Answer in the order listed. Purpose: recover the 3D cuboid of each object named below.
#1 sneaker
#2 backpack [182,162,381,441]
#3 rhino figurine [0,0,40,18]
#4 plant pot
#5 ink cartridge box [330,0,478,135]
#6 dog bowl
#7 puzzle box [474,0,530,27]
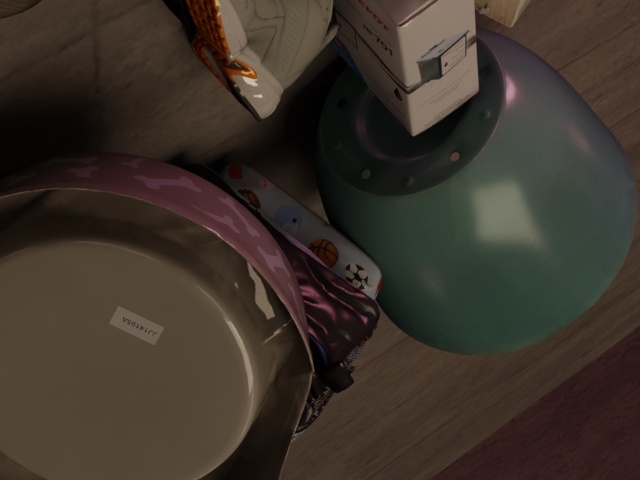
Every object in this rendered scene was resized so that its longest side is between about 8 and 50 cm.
[{"bbox_3d":[-0.050,-0.192,1.231,0.121,0.099,0.262,-43,166,-4],"label":"sneaker"},{"bbox_3d":[-0.088,0.079,1.483,0.213,0.276,0.263,-39,166,-46],"label":"backpack"},{"bbox_3d":[-0.219,-0.160,0.949,0.243,0.073,0.106,-18,-163,25],"label":"rhino figurine"},{"bbox_3d":[0.130,-0.070,1.519,0.293,0.293,0.235,-42,143,1],"label":"plant pot"},{"bbox_3d":[0.060,-0.196,1.336,0.082,0.140,0.191,-37,157,-7],"label":"ink cartridge box"},{"bbox_3d":[-0.167,0.085,1.263,0.349,0.348,0.102,-56,-168,31],"label":"dog bowl"},{"bbox_3d":[0.230,-0.391,1.256,0.272,0.052,0.409,-54,167,-34],"label":"puzzle box"}]
